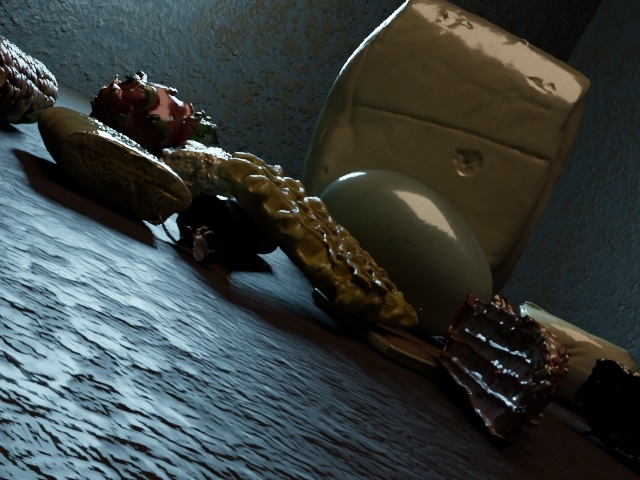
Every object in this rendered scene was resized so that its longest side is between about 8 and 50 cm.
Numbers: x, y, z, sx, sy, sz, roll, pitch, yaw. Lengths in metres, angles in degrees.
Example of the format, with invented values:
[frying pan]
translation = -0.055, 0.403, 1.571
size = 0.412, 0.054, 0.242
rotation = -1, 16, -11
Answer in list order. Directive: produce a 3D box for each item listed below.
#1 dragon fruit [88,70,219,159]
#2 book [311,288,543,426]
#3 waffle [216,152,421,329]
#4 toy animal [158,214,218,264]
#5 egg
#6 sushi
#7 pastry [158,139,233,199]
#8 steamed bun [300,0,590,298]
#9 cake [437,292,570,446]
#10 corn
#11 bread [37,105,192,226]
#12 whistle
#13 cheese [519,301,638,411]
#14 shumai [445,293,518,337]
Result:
[dragon fruit]
translation = -0.266, -0.184, 1.608
size = 0.236, 0.137, 0.135
rotation = 24, 21, -47
[book]
translation = 0.118, 0.129, 1.101
size = 0.241, 0.018, 0.170
rotation = 27, 4, -33
[waffle]
translation = -0.001, 0.002, 1.069
size = 0.250, 0.056, 0.261
rotation = 47, 11, 24
[toy animal]
translation = -0.115, 0.000, 0.931
size = 0.084, 0.028, 0.050
rotation = 33, 13, 38
[egg]
translation = 0.102, 0.017, 1.261
size = 0.264, 0.183, 0.183
rotation = 37, 6, 23
[sushi]
translation = 0.415, 0.232, 1.281
size = 0.147, 0.115, 0.212
rotation = 32, 0, -26
[pastry]
translation = -0.178, -0.101, 1.485
size = 0.121, 0.089, 0.258
rotation = 26, 2, -6
[steamed bun]
translation = 0.171, -0.111, 1.525
size = 0.371, 0.456, 0.290
rotation = 28, -7, 12
[cake]
translation = 0.186, 0.127, 0.926
size = 0.135, 0.098, 0.287
rotation = 42, 4, -3
[corn]
translation = -0.343, -0.166, 1.061
size = 0.092, 0.092, 0.280
rotation = 29, 1, 1
[bread]
translation = -0.215, -0.078, 1.003
size = 0.139, 0.060, 0.178
rotation = 29, 3, -26
[whistle]
translation = -0.090, -0.014, 1.121
size = 0.062, 0.062, 0.304
rotation = 30, 3, 8
[cheese]
translation = 0.413, 0.200, 1.691
size = 0.233, 0.127, 0.266
rotation = 31, 2, 23
[shumai]
translation = 0.256, 0.144, 1.589
size = 0.105, 0.139, 0.123
rotation = 81, -12, -54
